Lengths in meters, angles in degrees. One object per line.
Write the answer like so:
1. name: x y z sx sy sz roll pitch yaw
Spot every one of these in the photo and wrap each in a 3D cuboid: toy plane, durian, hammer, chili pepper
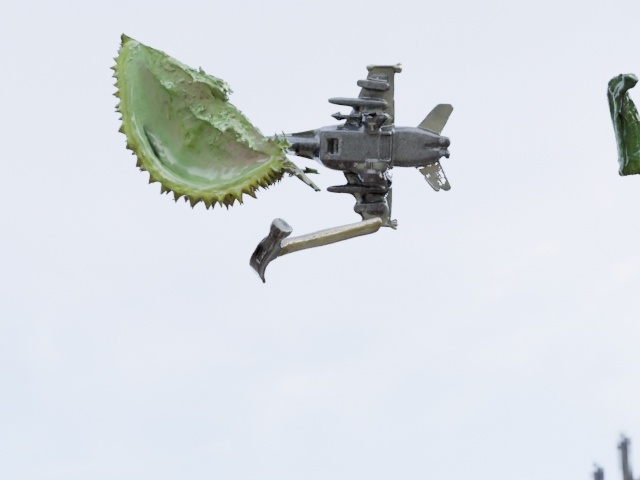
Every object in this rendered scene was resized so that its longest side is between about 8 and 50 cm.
1. toy plane: 0.020 -0.108 1.491 0.262 0.192 0.088 0 6 -1
2. durian: -0.097 -0.082 1.082 0.215 0.086 0.100 37 -52 8
3. hammer: 0.000 0.000 1.102 0.182 0.017 0.062 -12 -38 -56
4. chili pepper: 0.303 -0.120 1.280 0.035 0.055 0.118 -16 -57 -12
